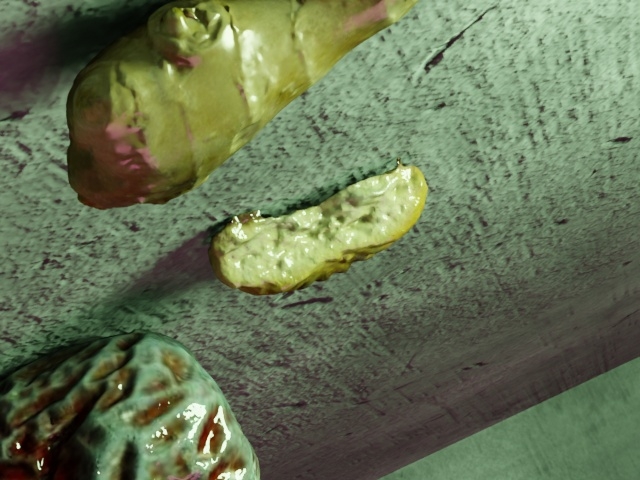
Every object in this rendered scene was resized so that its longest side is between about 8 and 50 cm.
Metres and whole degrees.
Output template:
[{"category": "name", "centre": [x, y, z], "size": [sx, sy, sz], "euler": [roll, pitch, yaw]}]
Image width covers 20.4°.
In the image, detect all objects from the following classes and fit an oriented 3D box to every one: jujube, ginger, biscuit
[{"category": "jujube", "centre": [-0.209, 0.211, 1.492], "size": [0.317, 0.226, 0.226], "euler": [-27, 166, 3]}, {"category": "ginger", "centre": [-0.017, -0.118, 0.952], "size": [0.294, 0.086, 0.131], "euler": [-34, 156, 4]}, {"category": "biscuit", "centre": [0.000, 0.000, 1.423], "size": [0.183, 0.061, 0.118], "euler": [-22, 167, -12]}]
